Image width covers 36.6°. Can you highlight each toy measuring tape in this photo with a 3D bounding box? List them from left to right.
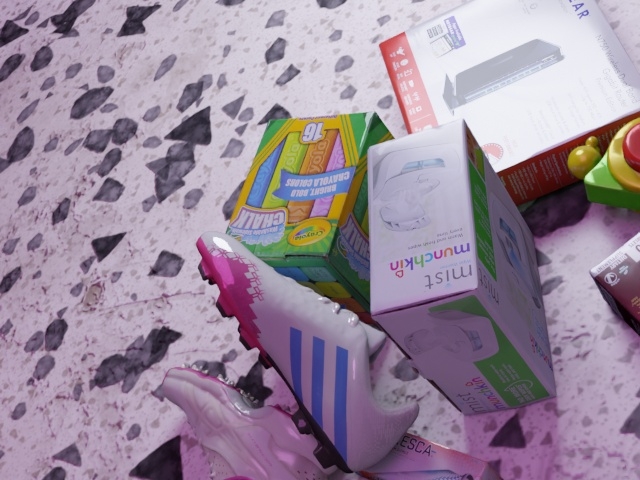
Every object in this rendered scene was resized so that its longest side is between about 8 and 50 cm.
[{"bbox_3d":[0.452,-0.078,1.116,0.330,0.121,0.121,13,66,28],"label":"toy measuring tape"}]

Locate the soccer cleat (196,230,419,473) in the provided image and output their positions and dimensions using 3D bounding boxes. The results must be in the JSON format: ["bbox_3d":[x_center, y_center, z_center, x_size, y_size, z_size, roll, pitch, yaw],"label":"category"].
[{"bbox_3d":[-0.013,0.108,1.126,0.143,0.116,0.331,-34,82,-3],"label":"soccer cleat"}]

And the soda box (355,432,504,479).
[{"bbox_3d":[0.113,0.263,1.117,0.183,0.058,0.063,12,66,39],"label":"soda box"}]

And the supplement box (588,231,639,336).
[{"bbox_3d":[0.417,0.082,1.038,0.130,0.073,0.239,-39,46,2],"label":"supplement box"}]

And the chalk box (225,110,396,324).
[{"bbox_3d":[0.000,0.000,1.276,0.179,0.180,0.289,0,60,34],"label":"chalk box"}]

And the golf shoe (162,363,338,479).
[{"bbox_3d":[-0.116,0.256,1.239,0.306,0.115,0.140,18,73,42],"label":"golf shoe"}]

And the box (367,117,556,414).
[{"bbox_3d":[0.159,0.039,1.108,0.127,0.262,0.231,-17,50,22],"label":"box"}]

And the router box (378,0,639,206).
[{"bbox_3d":[0.262,-0.208,1.333,0.301,0.082,0.335,-24,48,12],"label":"router box"}]
